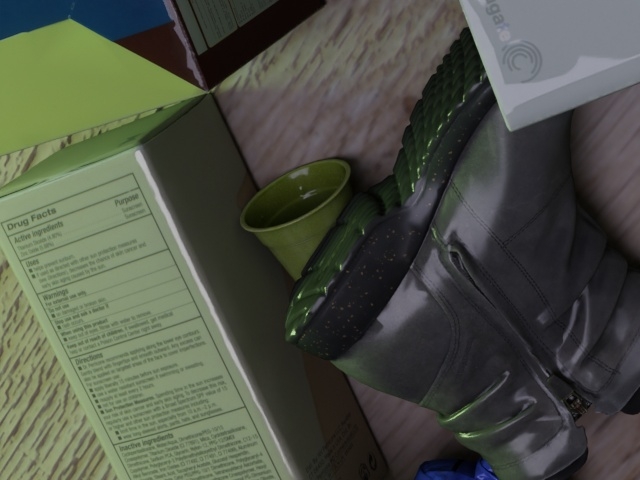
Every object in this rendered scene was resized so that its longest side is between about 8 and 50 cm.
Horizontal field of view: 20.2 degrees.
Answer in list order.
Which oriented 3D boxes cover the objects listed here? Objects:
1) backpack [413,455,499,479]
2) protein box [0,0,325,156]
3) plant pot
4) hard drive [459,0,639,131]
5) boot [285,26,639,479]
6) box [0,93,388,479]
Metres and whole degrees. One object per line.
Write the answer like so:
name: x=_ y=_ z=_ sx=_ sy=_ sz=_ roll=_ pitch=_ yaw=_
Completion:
backpack: x=0.114 y=0.194 z=1.247 sx=0.120 sy=0.098 sz=0.101 roll=24 pitch=89 yaw=11
protein box: x=-0.138 y=-0.158 z=1.136 sx=0.200 sy=0.201 sz=0.136 roll=-14 pitch=105 yaw=26
plant pot: x=0.000 y=0.000 z=1.225 sx=0.083 sy=0.083 sz=0.079 roll=-16 pitch=116 yaw=27
hard drive: x=0.213 y=-0.209 z=0.997 sx=0.307 sy=0.040 sz=0.203 roll=-21 pitch=93 yaw=9
boot: x=0.151 y=-0.015 z=1.143 sx=0.223 sy=0.118 sz=0.338 roll=31 pitch=110 yaw=-11
box: x=-0.090 y=0.072 z=1.260 sx=0.148 sy=0.121 sz=0.311 roll=-17 pitch=104 yaw=28
